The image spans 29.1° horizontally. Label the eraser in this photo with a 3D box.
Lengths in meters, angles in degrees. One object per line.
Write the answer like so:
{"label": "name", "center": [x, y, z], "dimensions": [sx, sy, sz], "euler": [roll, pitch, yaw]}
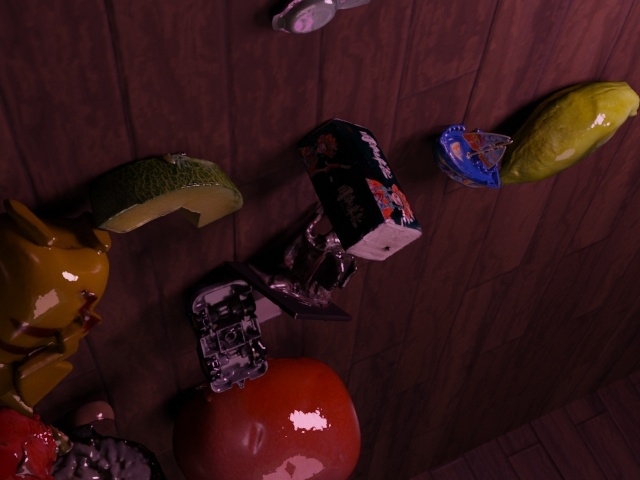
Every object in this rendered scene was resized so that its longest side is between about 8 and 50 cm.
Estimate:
{"label": "eraser", "center": [-0.131, 0.119, 1.984], "dimensions": [0.150, 0.023, 0.104], "euler": [-23, 158, -12]}

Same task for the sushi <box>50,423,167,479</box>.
{"label": "sushi", "center": [-0.417, 0.422, 2.002], "dimensions": [0.350, 0.211, 0.171], "euler": [-13, 162, 2]}

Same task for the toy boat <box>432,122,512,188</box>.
{"label": "toy boat", "center": [0.227, -0.131, 1.771], "dimensions": [0.110, 0.091, 0.175], "euler": [-20, 160, 34]}

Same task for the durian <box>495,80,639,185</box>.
{"label": "durian", "center": [0.363, -0.157, 1.847], "dimensions": [0.250, 0.101, 0.139], "euler": [-36, 162, -5]}

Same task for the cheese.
{"label": "cheese", "center": [0.003, -0.254, 1.334], "dimensions": [0.120, 0.026, 0.067], "euler": [-23, 158, -12]}

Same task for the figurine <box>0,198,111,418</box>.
{"label": "figurine", "center": [-0.373, 0.098, 1.471], "dimensions": [0.327, 0.169, 0.218], "euler": [-41, 150, 27]}

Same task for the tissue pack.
{"label": "tissue pack", "center": [0.049, -0.066, 1.601], "dimensions": [0.090, 0.170, 0.103], "euler": [-37, 154, 22]}

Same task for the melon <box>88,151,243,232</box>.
{"label": "melon", "center": [-0.179, -0.057, 1.506], "dimensions": [0.118, 0.064, 0.209], "euler": [-38, 158, 22]}

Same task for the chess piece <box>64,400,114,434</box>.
{"label": "chess piece", "center": [-0.386, 0.302, 2.067], "dimensions": [0.083, 0.038, 0.084], "euler": [-25, 160, -10]}

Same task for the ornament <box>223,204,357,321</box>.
{"label": "ornament", "center": [0.000, 0.000, 1.821], "dimensions": [0.166, 0.153, 0.196], "euler": [9, 114, -57]}

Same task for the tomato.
{"label": "tomato", "center": [-0.091, 0.367, 2.235], "dimensions": [0.341, 0.273, 0.341], "euler": [-24, 158, -10]}

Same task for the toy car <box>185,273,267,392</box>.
{"label": "toy car", "center": [-0.149, 0.133, 1.880], "dimensions": [0.097, 0.100, 0.191], "euler": [-20, 123, -18]}

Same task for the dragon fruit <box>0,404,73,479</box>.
{"label": "dragon fruit", "center": [-0.485, 0.336, 1.856], "dimensions": [0.209, 0.172, 0.172], "euler": [-38, 160, -12]}
